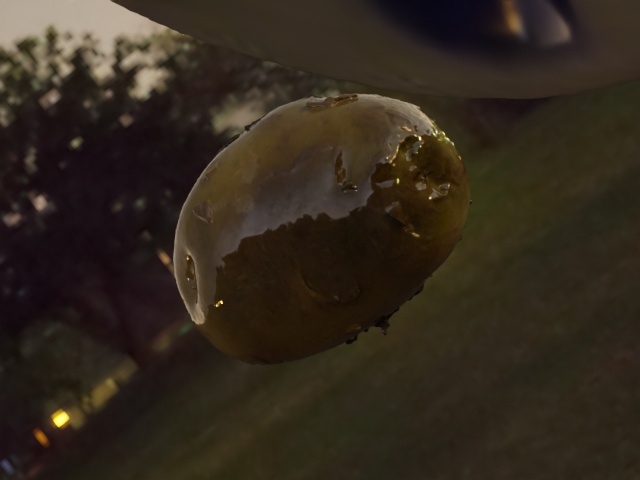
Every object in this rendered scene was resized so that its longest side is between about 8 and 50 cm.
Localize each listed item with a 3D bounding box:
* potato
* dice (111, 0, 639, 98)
[{"bbox_3d":[0.000,0.000,0.951,0.200,0.164,0.081,-35,10,13],"label":"potato"},{"bbox_3d":[0.021,-0.195,0.386,0.243,0.251,0.259,69,-141,-64],"label":"dice"}]
